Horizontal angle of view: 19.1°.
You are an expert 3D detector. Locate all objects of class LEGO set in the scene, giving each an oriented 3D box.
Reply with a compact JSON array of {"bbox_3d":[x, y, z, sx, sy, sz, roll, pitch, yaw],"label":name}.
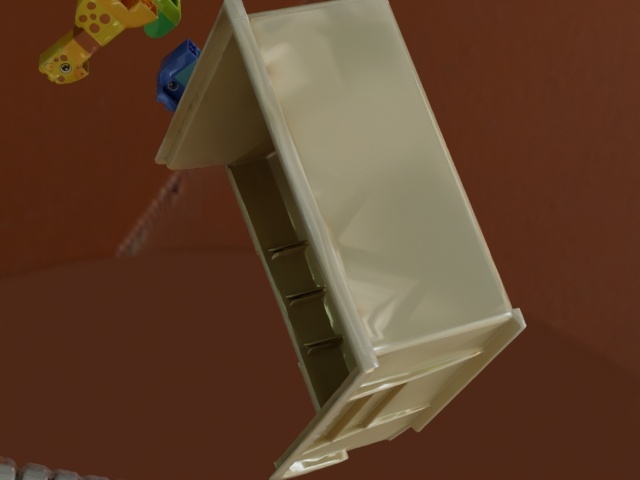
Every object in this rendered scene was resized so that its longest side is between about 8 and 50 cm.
[{"bbox_3d":[-0.150,-0.146,1.397,0.093,0.227,0.087,-36,29,17],"label":"LEGO set"}]

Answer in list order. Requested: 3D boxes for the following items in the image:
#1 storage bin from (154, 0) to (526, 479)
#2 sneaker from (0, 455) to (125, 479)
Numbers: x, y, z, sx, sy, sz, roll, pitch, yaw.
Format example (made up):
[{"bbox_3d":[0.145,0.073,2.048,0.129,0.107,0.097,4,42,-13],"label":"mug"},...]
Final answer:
[{"bbox_3d":[0.000,0.000,1.319,0.123,0.260,0.262,-14,71,-23],"label":"storage bin"},{"bbox_3d":[-0.186,0.278,1.504,0.321,0.124,0.180,12,85,-4],"label":"sneaker"}]
